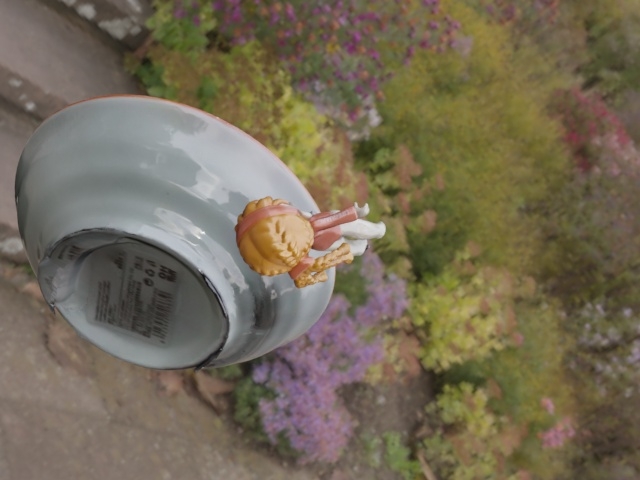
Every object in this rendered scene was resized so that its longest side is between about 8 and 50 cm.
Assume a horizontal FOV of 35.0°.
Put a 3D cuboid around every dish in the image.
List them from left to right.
[{"bbox_3d":[-0.124,0.023,0.752,0.260,0.260,0.085,47,39,-22],"label":"dish"}]

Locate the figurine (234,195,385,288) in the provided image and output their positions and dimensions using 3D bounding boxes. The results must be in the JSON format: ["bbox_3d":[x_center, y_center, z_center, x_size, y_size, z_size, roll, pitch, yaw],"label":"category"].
[{"bbox_3d":[0.000,0.000,0.560,0.109,0.064,0.047,1,52,-51],"label":"figurine"}]
